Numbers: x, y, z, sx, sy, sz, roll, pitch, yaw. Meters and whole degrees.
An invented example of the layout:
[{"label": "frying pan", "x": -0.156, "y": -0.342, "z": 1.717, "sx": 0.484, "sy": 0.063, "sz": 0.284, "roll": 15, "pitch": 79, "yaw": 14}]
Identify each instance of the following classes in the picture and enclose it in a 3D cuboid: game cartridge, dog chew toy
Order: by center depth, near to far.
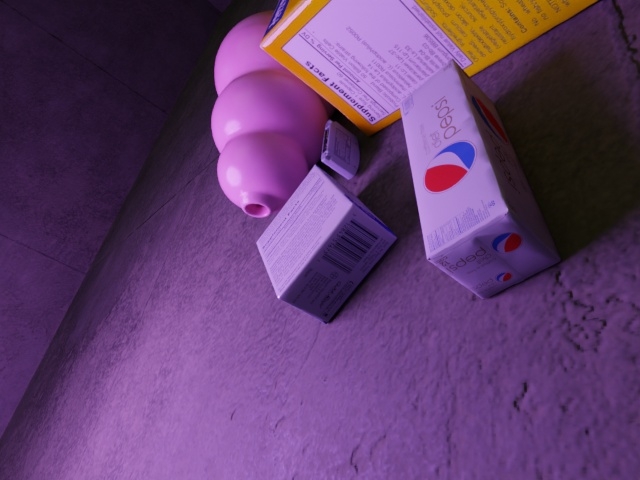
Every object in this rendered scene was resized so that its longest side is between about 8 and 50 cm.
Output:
[{"label": "game cartridge", "x": 0.028, "y": -0.120, "z": 0.644, "sx": 0.017, "sy": 0.056, "sz": 0.083, "roll": -40, "pitch": 31, "yaw": 41}, {"label": "dog chew toy", "x": -0.073, "y": -0.186, "z": 0.737, "sx": 0.206, "sy": 0.206, "sz": 0.332, "roll": -25, "pitch": 50, "yaw": 45}]

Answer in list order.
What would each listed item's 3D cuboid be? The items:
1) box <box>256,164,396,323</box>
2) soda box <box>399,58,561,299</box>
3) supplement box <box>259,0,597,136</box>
[{"label": "box", "x": 0.000, "y": 0.000, "z": 0.548, "sx": 0.126, "sy": 0.072, "sz": 0.137, "roll": -52, "pitch": 29, "yaw": 10}, {"label": "soda box", "x": 0.125, "y": -0.063, "z": 0.414, "sx": 0.069, "sy": 0.074, "sz": 0.216, "roll": -36, "pitch": 35, "yaw": 33}, {"label": "supplement box", "x": 0.126, "y": -0.311, "z": 0.539, "sx": 0.356, "sy": 0.194, "sz": 0.195, "roll": -22, "pitch": 44, "yaw": 47}]
